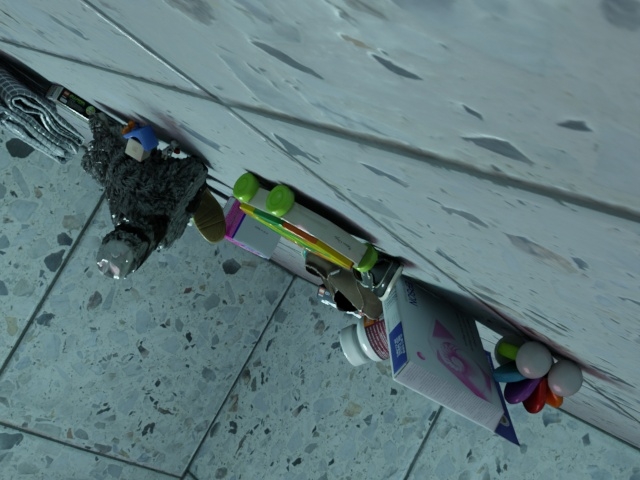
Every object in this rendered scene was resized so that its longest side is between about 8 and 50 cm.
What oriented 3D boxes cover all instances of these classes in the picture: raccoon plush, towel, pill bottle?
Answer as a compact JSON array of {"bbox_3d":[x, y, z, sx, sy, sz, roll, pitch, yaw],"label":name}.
[{"bbox_3d":[-0.428,-0.122,1.671,0.299,0.216,0.446,29,-162,3],"label":"raccoon plush"},{"bbox_3d":[-0.725,-0.327,1.966,0.235,0.121,0.283,39,179,28],"label":"towel"},{"bbox_3d":[0.165,0.221,1.949,0.121,0.221,0.121,50,-154,-35],"label":"pill bottle"}]

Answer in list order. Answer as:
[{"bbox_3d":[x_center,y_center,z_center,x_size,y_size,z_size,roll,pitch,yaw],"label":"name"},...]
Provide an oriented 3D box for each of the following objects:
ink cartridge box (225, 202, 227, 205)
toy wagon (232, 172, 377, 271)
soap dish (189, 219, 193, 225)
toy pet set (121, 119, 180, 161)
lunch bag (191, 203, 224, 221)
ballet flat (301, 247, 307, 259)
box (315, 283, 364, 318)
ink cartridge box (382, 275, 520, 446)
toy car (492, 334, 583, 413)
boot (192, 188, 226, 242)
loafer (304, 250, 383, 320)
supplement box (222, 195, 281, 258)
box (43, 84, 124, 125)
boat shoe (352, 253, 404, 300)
[{"bbox_3d":[-0.231,-0.083,2.334,0.083,0.028,0.048,35,174,-42],"label":"ink cartridge box"},{"bbox_3d":[-0.053,-0.039,1.574,0.267,0.068,0.344,34,173,-39],"label":"toy wagon"},{"bbox_3d":[-0.520,-0.169,2.579,0.229,0.118,0.291,26,174,28],"label":"soap dish"},{"bbox_3d":[-0.353,-0.217,1.639,0.122,0.065,0.114,31,-146,8],"label":"toy pet set"},{"bbox_3d":[-0.350,-0.100,2.308,0.219,0.090,0.176,41,175,-4],"label":"lunch bag"},{"bbox_3d":[-0.006,0.040,2.189,0.168,0.057,0.052,38,-162,-47],"label":"ballet flat"},{"bbox_3d":[0.128,0.158,2.126,0.233,0.044,0.159,21,-158,28],"label":"box"},{"bbox_3d":[0.286,0.245,1.722,0.330,0.071,0.324,29,-155,-17],"label":"ink cartridge box"},{"bbox_3d":[0.434,0.283,1.665,0.182,0.136,0.159,30,175,-13],"label":"toy car"},{"bbox_3d":[-0.309,-0.097,2.037,0.213,0.077,0.165,63,170,-10],"label":"boot"},{"bbox_3d":[0.051,0.105,1.988,0.133,0.130,0.366,25,177,-27],"label":"loafer"},{"bbox_3d":[-0.183,-0.037,2.063,0.111,0.114,0.220,30,177,-21],"label":"supplement box"},{"bbox_3d":[-0.548,-0.298,1.919,0.207,0.036,0.114,33,174,-36],"label":"box"},{"bbox_3d":[0.112,0.068,1.624,0.079,0.084,0.233,29,178,-6],"label":"boat shoe"}]
